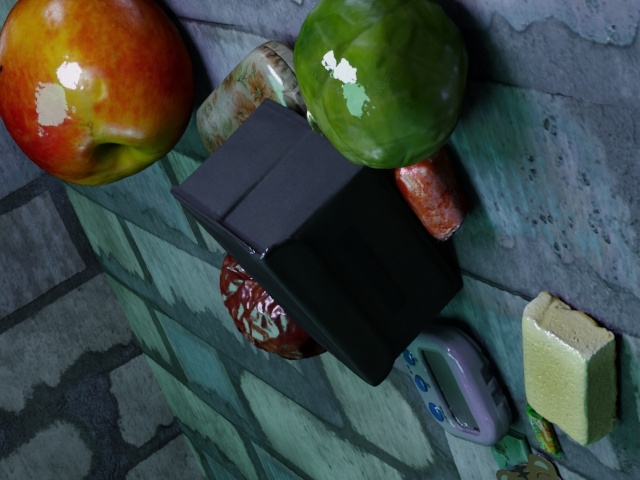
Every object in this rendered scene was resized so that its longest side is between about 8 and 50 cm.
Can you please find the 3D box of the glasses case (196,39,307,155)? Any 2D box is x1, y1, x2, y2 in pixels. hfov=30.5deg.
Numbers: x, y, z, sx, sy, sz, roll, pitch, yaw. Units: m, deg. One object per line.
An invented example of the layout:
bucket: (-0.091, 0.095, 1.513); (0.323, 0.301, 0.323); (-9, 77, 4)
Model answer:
glasses case: (-0.104, -0.203, 1.910); (0.156, 0.098, 0.425); (57, 158, -3)

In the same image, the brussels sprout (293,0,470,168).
brussels sprout: (0.072, -0.195, 1.421); (0.244, 0.244, 0.244); (45, 155, 28)

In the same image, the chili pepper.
chili pepper: (0.137, -0.091, 1.576); (0.086, 0.084, 0.192); (-19, 108, 51)

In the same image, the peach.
peach: (-0.409, -0.300, 2.105); (0.388, 0.388, 0.388); (45, 155, 28)

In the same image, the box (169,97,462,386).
box: (-0.001, 0.001, 1.701); (0.251, 0.204, 0.345); (35, 168, 45)

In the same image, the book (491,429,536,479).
book: (0.314, 0.359, 1.898); (0.103, 0.017, 0.135); (16, 134, 58)

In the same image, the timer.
timer: (0.214, 0.224, 1.858); (0.190, 0.069, 0.209); (4, 123, 64)

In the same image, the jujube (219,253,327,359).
jujube: (-0.062, 0.100, 2.080); (0.232, 0.213, 0.213); (53, 159, 30)

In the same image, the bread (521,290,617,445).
bread: (0.329, 0.170, 1.543); (0.125, 0.068, 0.188); (37, 150, 42)

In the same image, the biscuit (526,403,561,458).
biscuit: (0.334, 0.285, 1.756); (0.046, 0.016, 0.089); (16, 134, 59)

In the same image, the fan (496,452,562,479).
fan: (0.379, 0.437, 1.854); (0.227, 0.008, 0.152); (50, 146, 3)
